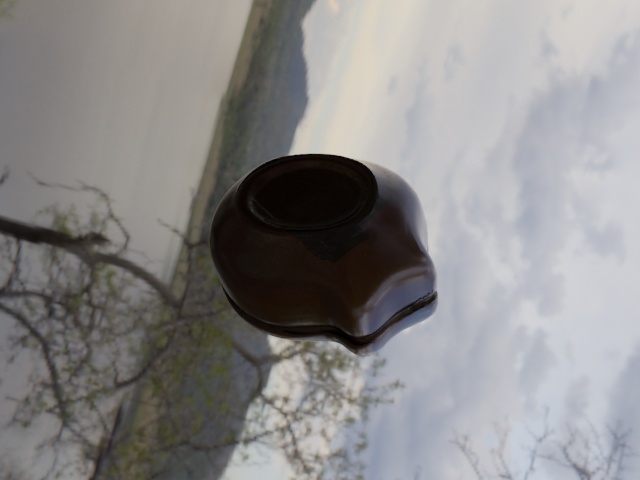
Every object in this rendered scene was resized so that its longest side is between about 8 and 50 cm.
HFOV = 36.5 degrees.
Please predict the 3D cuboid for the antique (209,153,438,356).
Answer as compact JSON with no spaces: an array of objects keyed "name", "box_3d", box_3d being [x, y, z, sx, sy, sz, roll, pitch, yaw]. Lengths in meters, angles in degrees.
[{"name":"antique","box_3d":[0.000,0.000,1.019,0.278,0.223,0.129,45,-24,48]}]
